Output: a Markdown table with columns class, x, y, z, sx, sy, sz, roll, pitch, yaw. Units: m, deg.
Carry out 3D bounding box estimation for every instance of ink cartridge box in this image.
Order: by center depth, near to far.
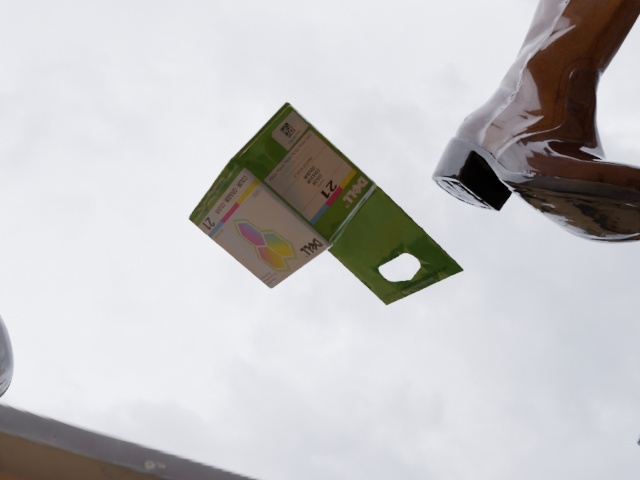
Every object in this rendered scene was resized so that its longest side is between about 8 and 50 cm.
| class | x | y | z | sx | sy | sz | roll | pitch | yaw |
| --- | --- | --- | --- | --- | --- | --- | --- | --- | --- |
| ink cartridge box | 0.000 | 0.000 | 0.801 | 0.255 | 0.189 | 0.097 | 42 | -119 | -6 |

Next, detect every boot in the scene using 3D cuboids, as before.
| class | x | y | z | sx | sy | sz | roll | pitch | yaw |
| --- | --- | --- | --- | --- | --- | --- | --- | --- | --- |
| boot | 0.252 | -0.145 | 0.649 | 0.096 | 0.264 | 0.280 | 33 | -94 | -22 |

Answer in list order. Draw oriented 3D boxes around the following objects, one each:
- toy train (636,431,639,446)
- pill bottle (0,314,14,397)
| class | x | y | z | sx | sy | sz | roll | pitch | yaw |
| --- | --- | --- | --- | --- | --- | --- | --- | --- | --- |
| toy train | 0.203 | 0.191 | 0.359 | 0.143 | 0.105 | 0.248 | 23 | -85 | 31 |
| pill bottle | -0.579 | 0.194 | 0.820 | 0.229 | 0.407 | 0.229 | 13 | -60 | 24 |
